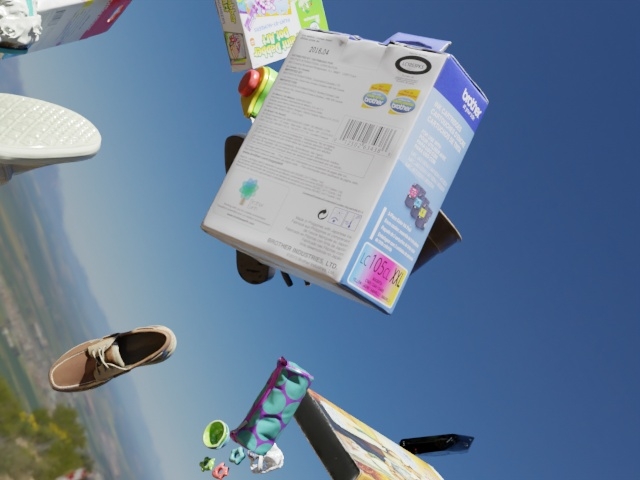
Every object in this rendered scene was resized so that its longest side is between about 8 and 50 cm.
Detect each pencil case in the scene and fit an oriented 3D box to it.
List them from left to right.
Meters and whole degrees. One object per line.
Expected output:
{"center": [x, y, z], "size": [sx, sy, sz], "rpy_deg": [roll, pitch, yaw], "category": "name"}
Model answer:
{"center": [-0.076, 0.255, 1.325], "size": [0.070, 0.151, 0.064], "rpy_deg": [36, -6, -38], "category": "pencil case"}

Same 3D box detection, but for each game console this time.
{"center": [0.181, 0.504, 2.091], "size": [0.213, 0.361, 0.044], "rpy_deg": [32, 50, -62], "category": "game console"}

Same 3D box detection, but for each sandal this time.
{"center": [-0.118, -0.051, 1.433], "size": [0.097, 0.054, 0.254], "rpy_deg": [-3, -82, 37], "category": "sandal"}

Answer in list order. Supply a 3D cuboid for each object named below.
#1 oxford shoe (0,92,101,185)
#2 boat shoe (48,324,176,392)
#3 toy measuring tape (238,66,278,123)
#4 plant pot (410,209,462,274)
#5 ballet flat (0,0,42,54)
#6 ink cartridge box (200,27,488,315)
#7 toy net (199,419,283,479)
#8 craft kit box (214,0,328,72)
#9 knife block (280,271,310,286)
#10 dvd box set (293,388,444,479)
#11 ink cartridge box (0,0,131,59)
{"center": [-0.548, -0.126, 1.272], "size": [0.169, 0.449, 0.130], "rpy_deg": [47, -46, 38], "category": "oxford shoe"}
{"center": [-0.519, 0.285, 2.154], "size": [0.116, 0.324, 0.123], "rpy_deg": [124, -57, -75], "category": "boat shoe"}
{"center": [-0.128, -0.329, 2.071], "size": [0.330, 0.121, 0.121], "rpy_deg": [-108, -173, -52], "category": "toy measuring tape"}
{"center": [0.121, -0.004, 1.466], "size": [0.167, 0.165, 0.167], "rpy_deg": [47, 0, 0], "category": "plant pot"}
{"center": [-0.546, -0.334, 1.113], "size": [0.147, 0.409, 0.147], "rpy_deg": [10, 90, -84], "category": "ballet flat"}
{"center": [0.047, -0.132, 1.209], "size": [0.270, 0.395, 0.151], "rpy_deg": [21, -7, 37], "category": "ink cartridge box"}
{"center": [-0.188, 0.490, 1.975], "size": [0.232, 0.122, 0.045], "rpy_deg": [5, -31, 41], "category": "toy net"}
{"center": [-0.095, -0.449, 1.554], "size": [0.061, 0.250, 0.246], "rpy_deg": [2, -66, 36], "category": "craft kit box"}
{"center": [-0.104, -0.002, 2.372], "size": [0.276, 0.088, 0.242], "rpy_deg": [43, 31, -60], "category": "knife block"}
{"center": [0.145, 0.475, 1.727], "size": [0.420, 0.062, 0.307], "rpy_deg": [37, 4, -29], "category": "dvd box set"}
{"center": [-0.422, -0.384, 1.417], "size": [0.134, 0.231, 0.078], "rpy_deg": [-33, -90, 42], "category": "ink cartridge box"}
